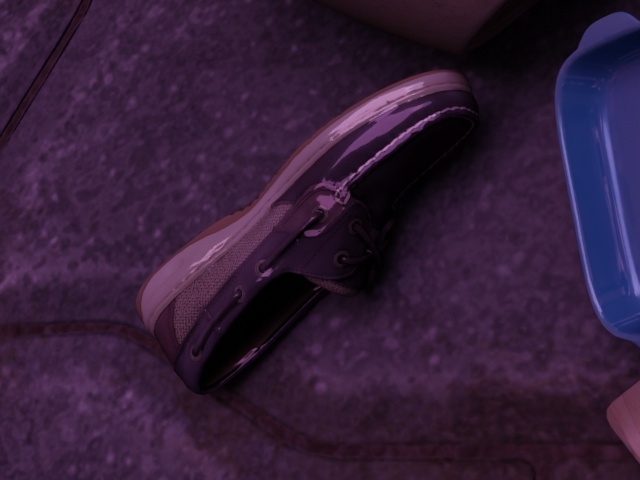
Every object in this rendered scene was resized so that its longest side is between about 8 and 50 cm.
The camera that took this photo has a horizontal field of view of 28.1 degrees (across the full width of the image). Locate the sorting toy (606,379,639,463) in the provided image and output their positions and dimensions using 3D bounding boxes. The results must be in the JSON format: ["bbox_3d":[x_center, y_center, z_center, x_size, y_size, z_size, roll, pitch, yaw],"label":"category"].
[{"bbox_3d":[0.330,0.116,0.650,0.255,0.089,0.257,-40,59,10],"label":"sorting toy"}]

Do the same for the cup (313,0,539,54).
[{"bbox_3d":[0.074,-0.259,0.806,0.331,0.331,0.237,-40,86,10],"label":"cup"}]

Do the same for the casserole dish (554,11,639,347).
[{"bbox_3d":[0.184,-0.032,0.699,0.114,0.037,0.188,-19,80,60],"label":"casserole dish"}]

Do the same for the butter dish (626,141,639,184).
[{"bbox_3d":[0.246,-0.047,0.731,0.160,0.118,0.160,-41,61,9],"label":"butter dish"}]

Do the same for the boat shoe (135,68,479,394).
[{"bbox_3d":[0.000,0.000,0.858,0.285,0.103,0.092,-37,66,16],"label":"boat shoe"}]
